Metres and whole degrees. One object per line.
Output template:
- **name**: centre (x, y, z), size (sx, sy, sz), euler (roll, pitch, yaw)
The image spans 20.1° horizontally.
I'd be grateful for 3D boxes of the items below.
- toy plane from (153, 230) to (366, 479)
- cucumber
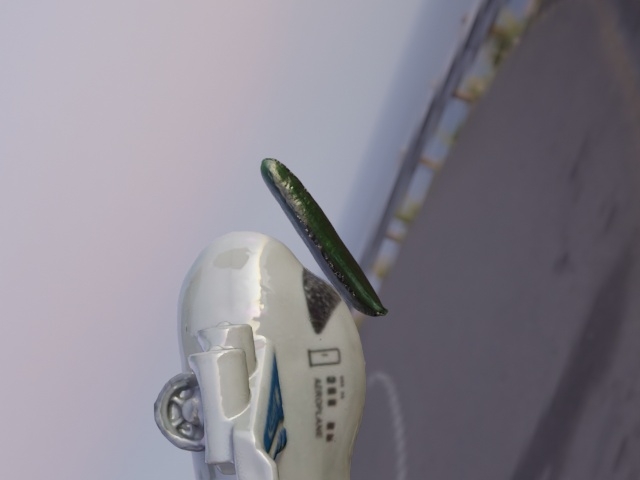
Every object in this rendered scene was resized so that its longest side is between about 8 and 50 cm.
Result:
- **toy plane**: centre (-0.024, 0.124, 1.119), size (0.267, 0.122, 0.267), euler (-13, -90, -82)
- **cucumber**: centre (0.000, 0.000, 1.680), size (0.033, 0.184, 0.036), euler (-32, 4, 24)
